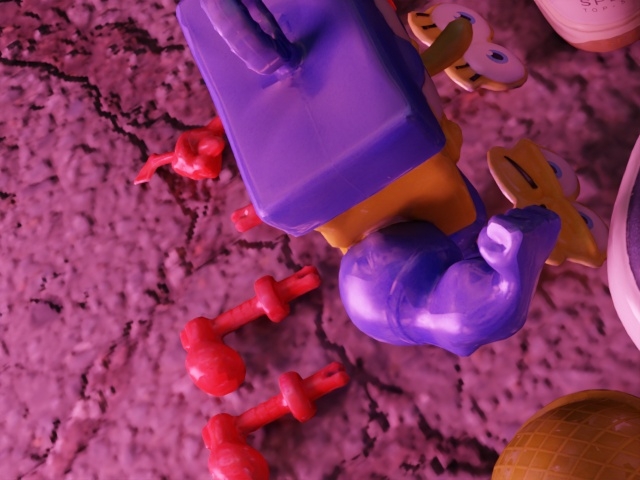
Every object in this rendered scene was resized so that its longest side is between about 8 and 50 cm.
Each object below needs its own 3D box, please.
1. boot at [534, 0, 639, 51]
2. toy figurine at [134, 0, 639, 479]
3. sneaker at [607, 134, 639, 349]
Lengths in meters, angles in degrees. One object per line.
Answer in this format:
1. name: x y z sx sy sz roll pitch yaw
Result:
1. boot: 0.071 -0.198 0.669 0.077 0.165 0.213 -33 56 4
2. toy figurine: 0.000 0.000 0.561 0.191 0.217 0.363 -27 54 9
3. sneaker: 0.233 -0.088 0.494 0.350 0.148 0.131 -42 77 -15
